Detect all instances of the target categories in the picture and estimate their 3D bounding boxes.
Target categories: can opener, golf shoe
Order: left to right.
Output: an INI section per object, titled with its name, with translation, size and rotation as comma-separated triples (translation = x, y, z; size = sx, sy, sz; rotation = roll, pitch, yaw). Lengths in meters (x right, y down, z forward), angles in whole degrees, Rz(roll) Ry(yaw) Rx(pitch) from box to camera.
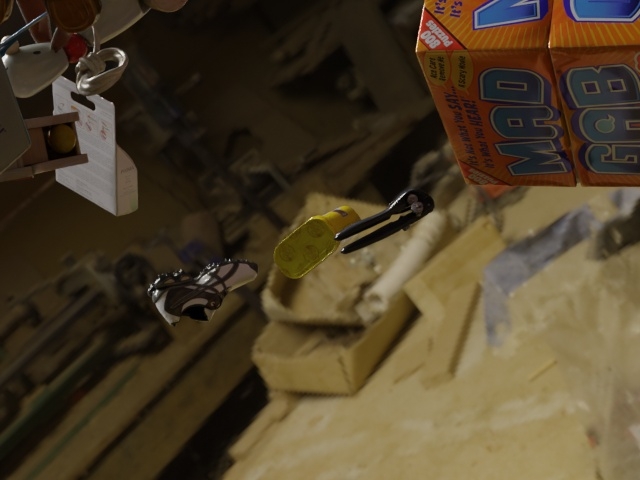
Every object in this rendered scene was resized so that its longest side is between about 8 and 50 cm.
[golf shoe]
translation = -0.183, 0.090, 1.890
size = 0.198, 0.094, 0.077
rotation = -14, -21, -30
[can opener]
translation = 0.109, -0.029, 1.917
size = 0.186, 0.059, 0.073
rotation = -32, -9, -17

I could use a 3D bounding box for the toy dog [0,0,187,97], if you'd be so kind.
[toy dog]
translation = -0.346, -0.365, 1.704
size = 0.220, 0.161, 0.334
rotation = 1, 43, 33

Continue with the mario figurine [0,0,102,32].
[mario figurine]
translation = -0.276, -0.330, 1.201
size = 0.170, 0.198, 0.321
rotation = -34, 40, 36

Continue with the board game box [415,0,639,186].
[board game box]
translation = 0.374, -0.318, 1.678
size = 0.356, 0.356, 0.356
rotation = 2, 63, 21

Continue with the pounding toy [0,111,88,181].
[pounding toy]
translation = -0.441, -0.157, 1.585
size = 0.154, 0.155, 0.269
rotation = -5, 9, 35

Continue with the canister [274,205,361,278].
[canister]
translation = 0.000, 0.000, 2.084
size = 0.126, 0.073, 0.170
rotation = -39, -4, 21

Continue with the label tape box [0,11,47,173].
[label tape box]
translation = -0.436, -0.095, 1.318
size = 0.348, 0.115, 0.249
rotation = -45, 18, -21

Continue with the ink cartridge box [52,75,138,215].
[ink cartridge box]
translation = -0.403, -0.176, 2.053
size = 0.181, 0.225, 0.056
rotation = 28, 37, 33
